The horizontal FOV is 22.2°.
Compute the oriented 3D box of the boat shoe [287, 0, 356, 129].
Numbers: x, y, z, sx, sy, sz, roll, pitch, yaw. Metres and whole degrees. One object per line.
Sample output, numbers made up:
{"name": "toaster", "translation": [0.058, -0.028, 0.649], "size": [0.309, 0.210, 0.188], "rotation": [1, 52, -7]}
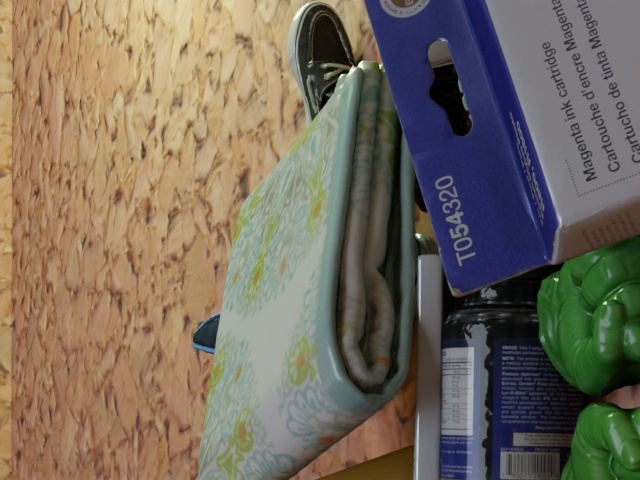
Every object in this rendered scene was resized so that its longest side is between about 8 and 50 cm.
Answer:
{"name": "boat shoe", "translation": [0.018, -0.167, 1.824], "size": [0.070, 0.078, 0.219], "rotation": [154, 109, -64]}

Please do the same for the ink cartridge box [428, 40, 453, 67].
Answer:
{"name": "ink cartridge box", "translation": [0.088, -0.331, 1.481], "size": [0.306, 0.131, 0.226], "rotation": [-108, 1, -53]}

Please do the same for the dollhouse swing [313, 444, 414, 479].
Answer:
{"name": "dollhouse swing", "translation": [-0.023, 0.414, 1.603], "size": [0.305, 0.315, 0.347], "rotation": [68, 158, 13]}

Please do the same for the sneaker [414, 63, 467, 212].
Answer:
{"name": "sneaker", "translation": [0.118, -0.143, 1.601], "size": [0.118, 0.083, 0.222], "rotation": [54, 141, 44]}

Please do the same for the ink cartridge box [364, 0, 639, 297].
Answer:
{"name": "ink cartridge box", "translation": [0.196, -0.163, 1.142], "size": [0.071, 0.330, 0.324], "rotation": [48, -156, -62]}

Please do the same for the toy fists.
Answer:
{"name": "toy fists", "translation": [0.237, 0.120, 1.258], "size": [0.142, 0.096, 0.279], "rotation": [143, 128, -57]}

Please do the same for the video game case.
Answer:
{"name": "video game case", "translation": [0.106, 0.135, 1.508], "size": [0.206, 0.026, 0.227], "rotation": [38, -128, -80]}

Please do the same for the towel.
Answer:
{"name": "towel", "translation": [-0.009, 0.049, 1.570], "size": [0.320, 0.090, 0.374], "rotation": [131, 152, -52]}

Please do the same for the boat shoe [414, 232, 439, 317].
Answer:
{"name": "boat shoe", "translation": [0.051, 0.082, 1.702], "size": [0.083, 0.076, 0.226], "rotation": [-118, 39, -50]}

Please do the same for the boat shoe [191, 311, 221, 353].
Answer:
{"name": "boat shoe", "translation": [-0.058, 0.103, 1.946], "size": [0.258, 0.109, 0.089], "rotation": [-2, 77, 50]}

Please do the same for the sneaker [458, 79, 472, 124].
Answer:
{"name": "sneaker", "translation": [0.157, -0.100, 1.490], "size": [0.098, 0.083, 0.223], "rotation": [125, 141, -58]}

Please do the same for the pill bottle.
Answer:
{"name": "pill bottle", "translation": [0.164, 0.122, 1.387], "size": [0.123, 0.123, 0.219], "rotation": [168, 105, -65]}
